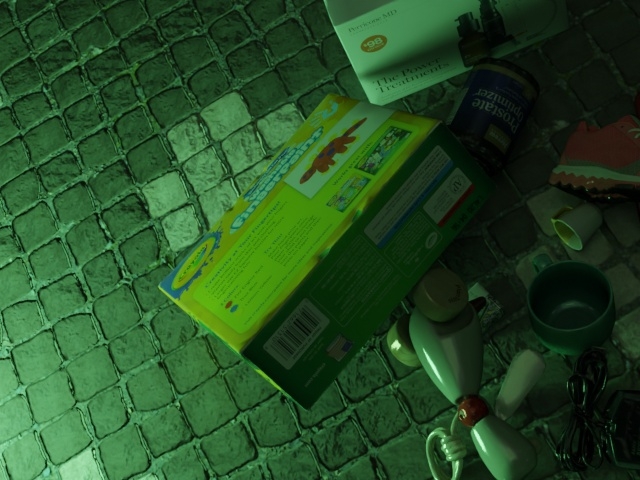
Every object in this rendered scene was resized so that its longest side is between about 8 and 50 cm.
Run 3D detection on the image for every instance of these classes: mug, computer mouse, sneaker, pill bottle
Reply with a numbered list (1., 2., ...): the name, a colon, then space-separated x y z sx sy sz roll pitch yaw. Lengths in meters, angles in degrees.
1. mug: 0.386 0.099 1.769 0.129 0.097 0.158 -1 52 19
2. computer mouse: 0.491 0.271 1.675 0.272 0.072 0.188 12 90 28
3. mug: 0.412 -0.033 1.847 0.064 0.062 0.078 -40 68 -12
4. sneaker: 0.475 -0.128 1.756 0.314 0.116 0.136 12 85 57
5. pill bottle: 0.269 -0.184 1.922 0.123 0.123 0.219 20 74 24

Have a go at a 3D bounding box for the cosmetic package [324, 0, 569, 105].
1. cosmetic package: 0.217 -0.390 1.938 0.377 0.284 0.097 -22 62 8

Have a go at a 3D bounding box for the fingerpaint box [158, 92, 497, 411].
1. fingerpaint box: 0.000 0.000 1.810 0.445 0.163 0.371 -49 28 -8

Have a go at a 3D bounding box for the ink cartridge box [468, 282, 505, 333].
1. ink cartridge box: 0.233 0.129 1.846 0.115 0.029 0.063 -42 62 -4

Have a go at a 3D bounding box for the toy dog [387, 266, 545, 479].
1. toy dog: 0.239 0.195 1.735 0.161 0.220 0.334 -14 81 -31

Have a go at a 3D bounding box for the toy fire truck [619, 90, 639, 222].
1. toy fire truck: 0.591 -0.163 1.803 0.254 0.169 0.302 -22 61 30
